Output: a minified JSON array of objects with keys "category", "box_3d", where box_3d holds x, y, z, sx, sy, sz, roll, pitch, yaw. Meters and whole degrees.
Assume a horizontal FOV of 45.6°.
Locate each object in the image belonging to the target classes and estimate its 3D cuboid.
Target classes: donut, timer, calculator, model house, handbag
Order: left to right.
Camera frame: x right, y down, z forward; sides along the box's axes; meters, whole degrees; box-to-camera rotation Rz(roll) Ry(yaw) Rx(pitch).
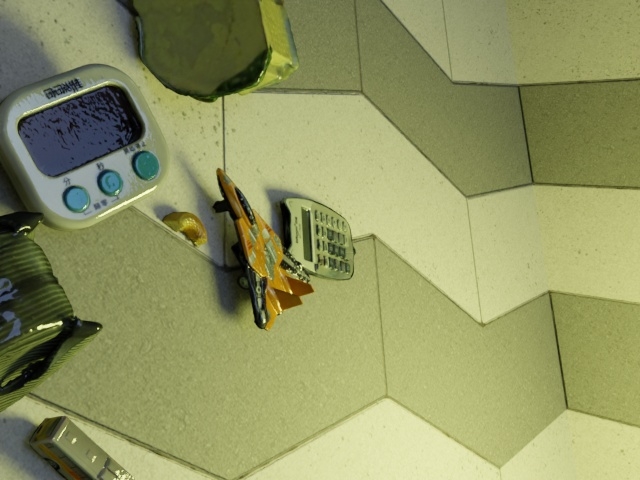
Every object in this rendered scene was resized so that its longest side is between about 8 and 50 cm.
[{"category":"handbag","box_3d":[-0.457,0.115,0.957,0.340,0.240,0.247,-33,98,-50]},{"category":"timer","box_3d":[-0.386,-0.152,1.240,0.262,0.087,0.237,-33,102,-37]},{"category":"donut","box_3d":[-0.247,-0.021,1.423,0.067,0.038,0.083,-39,105,-53]},{"category":"model house","box_3d":[-0.194,-0.426,1.525,0.266,0.261,0.321,-13,88,-71]},{"category":"calculator","box_3d":[0.000,0.000,1.712,0.268,0.040,0.177,18,63,-47]}]

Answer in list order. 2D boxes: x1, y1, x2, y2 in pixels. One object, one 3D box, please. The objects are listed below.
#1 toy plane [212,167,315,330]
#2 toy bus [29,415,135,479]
[{"category":"toy plane","box_3d":[-0.138,0.005,1.504,0.316,0.103,0.204,57,38,-8]},{"category":"toy bus","box_3d":[-0.352,0.332,1.132,0.172,0.072,0.057,52,38,-24]}]
